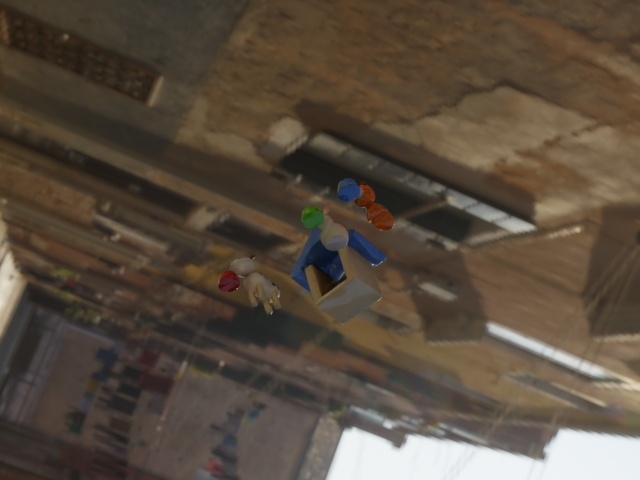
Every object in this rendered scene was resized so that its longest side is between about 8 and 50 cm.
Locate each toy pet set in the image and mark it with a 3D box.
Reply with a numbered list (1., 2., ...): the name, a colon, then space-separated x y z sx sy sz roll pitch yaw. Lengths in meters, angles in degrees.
1. toy pet set: 0.000 0.000 0.784 0.122 0.114 0.065 -36 -136 18
